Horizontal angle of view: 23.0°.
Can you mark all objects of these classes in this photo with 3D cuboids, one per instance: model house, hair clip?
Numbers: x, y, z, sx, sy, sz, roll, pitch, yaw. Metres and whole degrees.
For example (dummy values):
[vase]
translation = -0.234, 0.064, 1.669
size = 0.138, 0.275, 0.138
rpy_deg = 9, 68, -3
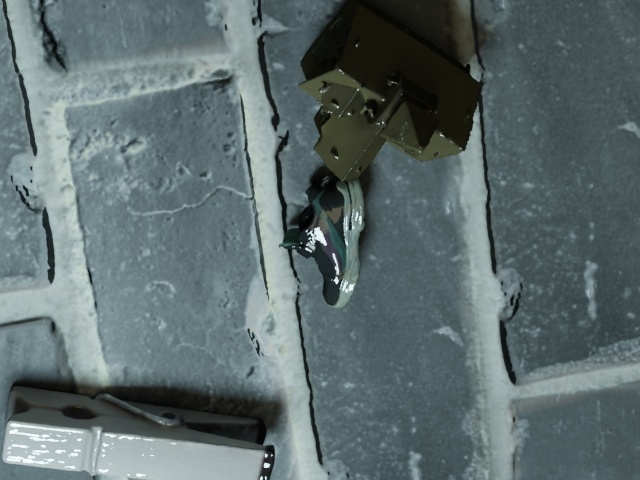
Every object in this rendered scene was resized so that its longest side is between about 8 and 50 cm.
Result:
[model house]
translation = 0.073, -0.132, 1.725
size = 0.181, 0.248, 0.176
rpy_deg = 31, 108, -20
[hair clip]
translation = -0.225, 0.245, 1.949
size = 0.331, 0.101, 0.085
rpy_deg = 11, 117, -12

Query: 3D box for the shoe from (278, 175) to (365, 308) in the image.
[shoe]
translation = 0.000, 0.000, 1.880
size = 0.099, 0.071, 0.169
rpy_deg = 3, 111, -7
